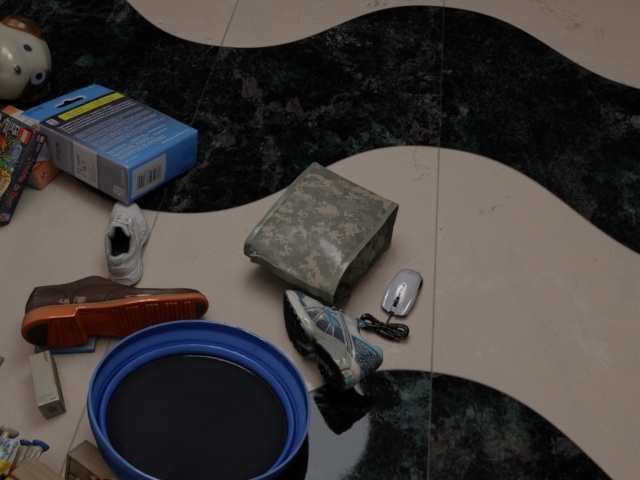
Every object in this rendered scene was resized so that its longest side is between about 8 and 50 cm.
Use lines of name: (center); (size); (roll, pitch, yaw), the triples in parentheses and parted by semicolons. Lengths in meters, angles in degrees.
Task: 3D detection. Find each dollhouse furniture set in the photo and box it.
dollhouse furniture set: (-0.410, 0.461, 1.074); (0.161, 0.212, 0.242); (27, 31, 18)

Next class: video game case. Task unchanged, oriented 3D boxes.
video game case: (-0.527, 0.163, 1.423); (0.119, 0.015, 0.166); (-3, 52, -3)

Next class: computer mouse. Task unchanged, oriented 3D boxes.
computer mouse: (0.167, 0.125, 1.461); (0.106, 0.042, 0.193); (20, 54, 15)

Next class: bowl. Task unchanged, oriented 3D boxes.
bowl: (-0.214, 0.300, 1.213); (0.391, 0.077, 0.391); (11, 33, -7)

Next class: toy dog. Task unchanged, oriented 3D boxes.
toy dog: (-0.923, -0.460, 1.775); (0.408, 0.284, 0.395); (0, 15, 0)

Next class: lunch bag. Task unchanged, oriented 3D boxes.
lunch bag: (0.000, 0.000, 1.476); (0.235, 0.169, 0.287); (29, 52, 19)

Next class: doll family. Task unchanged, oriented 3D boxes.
doll family: (-0.602, 0.400, 1.127); (0.263, 0.118, 0.163); (-9, 43, 16)

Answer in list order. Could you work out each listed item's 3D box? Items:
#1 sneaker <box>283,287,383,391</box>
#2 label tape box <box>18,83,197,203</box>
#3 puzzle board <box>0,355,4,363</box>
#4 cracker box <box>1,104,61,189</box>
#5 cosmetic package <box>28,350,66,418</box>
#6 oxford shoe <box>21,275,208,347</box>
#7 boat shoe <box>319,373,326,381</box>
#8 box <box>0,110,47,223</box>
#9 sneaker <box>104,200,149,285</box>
sneaker: (0.020, 0.187, 1.355); (0.122, 0.110, 0.283); (-18, 40, -24)
label tape box: (-0.515, -0.248, 1.655); (0.348, 0.115, 0.249); (25, 39, 20)
puzzle board: (-0.703, 0.274, 1.332); (0.096, 0.011, 0.128); (13, 52, 10)
cracker box: (-0.746, -0.238, 1.699); (0.232, 0.067, 0.155); (24, 55, 15)
cosmetic package: (-0.529, 0.278, 1.304); (0.041, 0.060, 0.115); (-17, 56, -16)
oxford shoe: (-0.415, 0.121, 1.382); (0.364, 0.130, 0.132); (-3, 46, -14)
boat shoe: (0.048, 0.246, 1.364); (0.046, 0.038, 0.125); (18, 50, 36)
box: (-0.757, -0.177, 1.579); (0.159, 0.044, 0.233); (27, 95, 19)
sneaker: (-0.436, -0.018, 1.505); (0.090, 0.115, 0.232); (-7, 52, -8)
